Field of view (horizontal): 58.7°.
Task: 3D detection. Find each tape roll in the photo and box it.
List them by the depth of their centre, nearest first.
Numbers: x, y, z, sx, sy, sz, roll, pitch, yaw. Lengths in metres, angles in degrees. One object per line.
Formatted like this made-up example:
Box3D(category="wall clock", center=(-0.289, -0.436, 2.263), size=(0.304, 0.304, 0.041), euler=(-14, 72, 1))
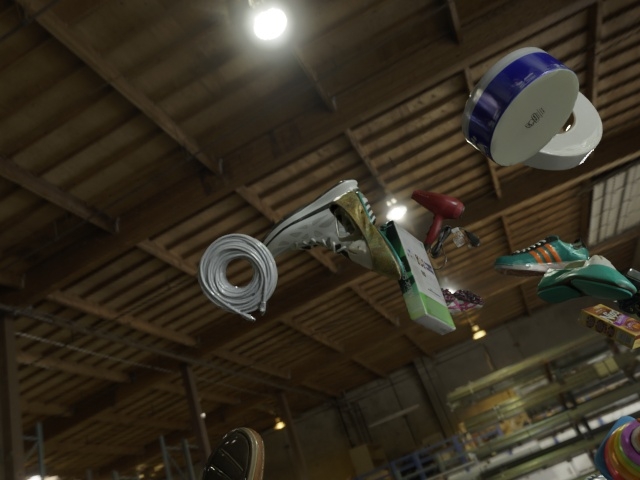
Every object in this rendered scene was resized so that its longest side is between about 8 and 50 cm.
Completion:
Box3D(category="tape roll", center=(0.693, -0.389, 1.809), size=(0.391, 0.392, 0.072), euler=(-11, -31, -18))

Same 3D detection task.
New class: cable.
Box3D(category="cable", center=(-0.264, 0.107, 1.843), size=(0.089, 0.257, 0.257), euler=(-27, -42, -83))

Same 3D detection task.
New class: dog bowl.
Box3D(category="dog bowl", center=(0.472, -0.311, 1.347), size=(0.264, 0.104, 0.265), euler=(-22, -39, -19))

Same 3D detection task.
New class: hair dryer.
Box3D(category="hair dryer", center=(0.416, -0.065, 2.003), size=(0.223, 0.294, 0.080), euler=(-25, -16, -13))

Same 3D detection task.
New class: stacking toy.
Box3D(category="stacking toy", center=(0.711, 0.448, 1.233), size=(0.166, 0.175, 0.302), euler=(-49, -37, -15))

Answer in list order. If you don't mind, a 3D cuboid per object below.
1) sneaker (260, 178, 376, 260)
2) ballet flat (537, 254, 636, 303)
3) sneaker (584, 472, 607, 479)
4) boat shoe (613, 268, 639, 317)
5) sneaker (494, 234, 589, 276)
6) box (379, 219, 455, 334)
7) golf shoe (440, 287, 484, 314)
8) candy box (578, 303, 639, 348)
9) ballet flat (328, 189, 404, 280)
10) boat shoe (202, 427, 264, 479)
Box3D(category="sneaker", center=(0.000, 0.000, 2.052), size=(0.447, 0.258, 0.169), euler=(-34, -12, 13))
Box3D(category="ballet flat", center=(0.525, 0.072, 1.129), size=(0.083, 0.087, 0.247), euler=(30, -15, -9))
Box3D(category="sneaker", center=(0.716, 0.715, 1.587), size=(0.236, 0.130, 0.322), euler=(0, 5, 26))
Box3D(category="boat shoe", center=(0.632, 0.117, 1.082), size=(0.065, 0.183, 0.083), euler=(23, -80, -3))
Box3D(category="sneaker", center=(0.692, 0.047, 1.797), size=(0.302, 0.121, 0.108), euler=(-1, -15, -3))
Box3D(category="box", center=(0.296, 0.116, 1.741), size=(0.058, 0.322, 0.232), euler=(-30, -34, 21))
Box3D(category="golf shoe", center=(0.457, 0.210, 1.910), size=(0.186, 0.067, 0.086), euler=(7, -62, -13))
Box3D(category="candy box", center=(0.932, 0.269, 1.798), size=(0.109, 0.186, 0.053), euler=(-8, -68, -32))
Box3D(category="ballet flat", center=(0.112, -0.005, 1.575), size=(0.123, 0.349, 0.123), euler=(-14, -43, -13))
Box3D(category="boat shoe", center=(-0.160, 0.491, 1.076), size=(0.104, 0.110, 0.307), euler=(10, -79, -49))
